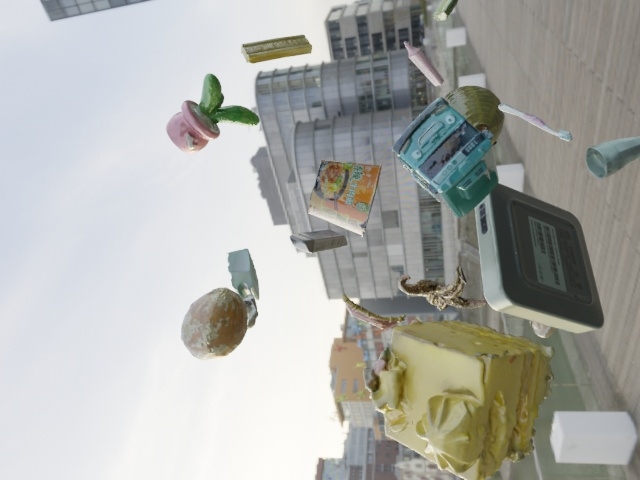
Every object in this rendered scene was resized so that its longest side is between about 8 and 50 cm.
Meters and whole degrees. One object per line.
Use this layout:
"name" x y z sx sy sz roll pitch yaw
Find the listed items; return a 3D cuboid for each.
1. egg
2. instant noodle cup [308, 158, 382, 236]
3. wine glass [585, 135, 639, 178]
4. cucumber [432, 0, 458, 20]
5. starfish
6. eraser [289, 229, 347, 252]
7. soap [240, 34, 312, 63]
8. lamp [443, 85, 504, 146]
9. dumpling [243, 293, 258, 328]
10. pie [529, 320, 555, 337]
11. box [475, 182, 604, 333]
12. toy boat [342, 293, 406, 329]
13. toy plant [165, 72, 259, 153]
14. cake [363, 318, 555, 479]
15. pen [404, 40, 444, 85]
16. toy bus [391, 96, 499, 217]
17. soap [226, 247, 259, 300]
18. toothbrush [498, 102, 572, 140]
"egg" -0.329 0.264 1.466 0.245 0.204 0.203 -62 -9 10
"instant noodle cup" 0.072 -0.142 1.413 0.230 0.183 0.230 15 -90 -88
"wine glass" 0.643 -0.186 0.962 0.073 0.155 0.073 -20 -90 -84
"cucumber" 0.377 -0.688 1.351 0.107 0.035 0.067 -56 23 -3
"starfish" 0.412 0.171 1.631 0.303 0.312 0.112 140 146 -67
"eraser" 0.000 0.000 1.860 0.352 0.089 0.061 -9 -63 -57
"soap" -0.161 -0.701 1.705 0.037 0.252 0.092 95 153 -50
"lamp" 0.528 -0.410 1.629 0.284 0.251 0.250 -101 -1 -60
"dumpling" -0.291 0.288 1.835 0.108 0.127 0.188 43 -156 -26
"pie" 0.882 0.279 1.828 0.195 0.046 0.195 -171 90 -86
"box" 0.596 0.044 1.268 0.090 0.373 0.366 137 143 -54
"toy boat" 0.240 0.347 2.213 0.141 0.318 0.099 38 -109 -73
"toy plant" -0.507 -0.548 2.121 0.317 0.356 0.210 41 -166 -38
"cake" 0.239 0.272 0.832 0.286 0.228 0.222 6 -90 -38
"pen" 0.353 -0.613 1.609 0.197 0.032 0.053 41 174 -21
"toy bus" 0.237 -0.137 0.845 0.147 0.128 0.256 47 -168 21
"soap" -0.310 0.143 1.895 0.230 0.092 0.145 85 174 -59
"toothbrush" 0.406 -0.229 0.892 0.022 0.017 0.204 58 -178 -35
